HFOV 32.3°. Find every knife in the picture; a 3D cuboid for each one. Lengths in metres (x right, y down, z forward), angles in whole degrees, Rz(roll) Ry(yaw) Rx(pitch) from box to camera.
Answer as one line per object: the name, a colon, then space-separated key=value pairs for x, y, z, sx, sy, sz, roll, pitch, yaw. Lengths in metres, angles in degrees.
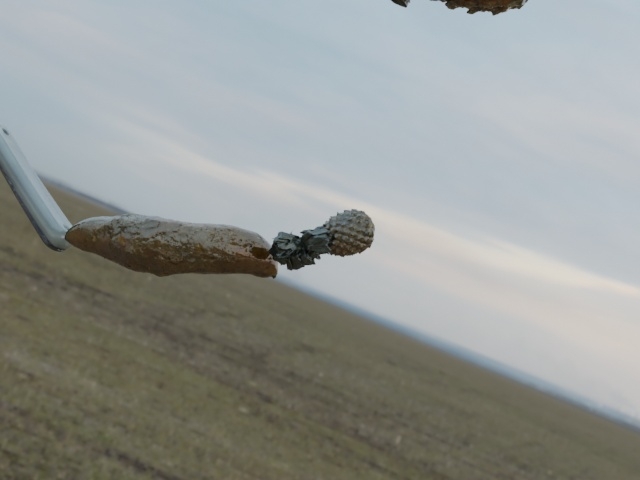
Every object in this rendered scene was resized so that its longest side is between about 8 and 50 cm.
knife: x=-0.478 y=-0.091 z=1.818 sx=0.265 sy=0.040 sz=0.073 roll=53 pitch=16 yaw=18

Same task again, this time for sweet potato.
sweet potato: x=-0.235 y=0.010 z=1.672 sx=0.341 sy=0.092 sz=0.114 roll=7 pitch=-7 yaw=6

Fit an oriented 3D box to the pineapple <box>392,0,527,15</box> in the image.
pineapple: x=0.128 y=-0.372 z=1.415 sx=0.310 sy=0.141 sz=0.170 roll=2 pitch=-7 yaw=-12

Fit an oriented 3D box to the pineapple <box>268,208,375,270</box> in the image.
pineapple: x=0.000 y=0.000 z=1.652 sx=0.159 sy=0.074 sz=0.074 roll=-16 pitch=15 yaw=-24
